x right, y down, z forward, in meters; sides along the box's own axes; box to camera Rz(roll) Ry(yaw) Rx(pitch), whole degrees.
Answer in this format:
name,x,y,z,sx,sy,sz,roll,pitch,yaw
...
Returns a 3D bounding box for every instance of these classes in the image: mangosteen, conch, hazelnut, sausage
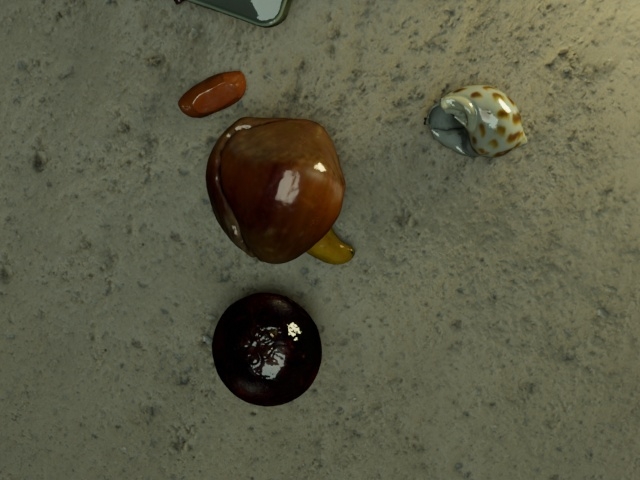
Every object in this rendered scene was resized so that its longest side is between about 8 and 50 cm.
name,x,y,z,sx,sy,sz,roll,pitch,yaw
mangosteen,-0.132,0.285,1.871,0.297,0.293,0.297,-8,72,27
conch,0.396,-0.285,1.734,0.275,0.182,0.149,39,65,-20
hazelnut,-0.106,-0.123,1.712,0.315,0.372,0.372,4,112,-39
sausage,-0.264,-0.360,1.764,0.179,0.089,0.089,-28,104,0

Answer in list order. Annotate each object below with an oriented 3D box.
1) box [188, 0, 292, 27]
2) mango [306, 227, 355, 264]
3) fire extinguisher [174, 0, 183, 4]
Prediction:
name,x,y,z,sx,sy,sz,roll,pitch,yaw
box,-0.217,-0.726,1.618,0.396,0.111,0.396,18,101,-1
mango,0.000,0.000,1.872,0.190,0.075,0.098,38,113,-16
fire extinguisher,-0.350,-0.622,1.713,0.046,0.032,0.100,-20,112,19
